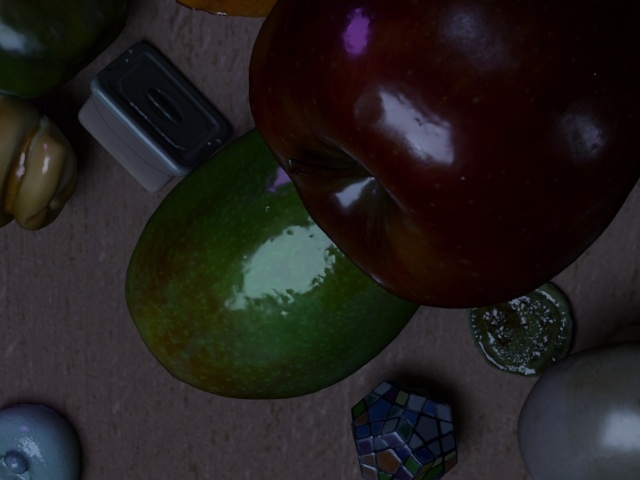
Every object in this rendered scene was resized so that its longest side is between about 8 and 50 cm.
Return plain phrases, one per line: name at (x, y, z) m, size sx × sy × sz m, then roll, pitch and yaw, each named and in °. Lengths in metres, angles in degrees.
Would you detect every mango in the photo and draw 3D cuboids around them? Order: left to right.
mango at (0.000, 0.000, 1.514) m, size 0.382 × 0.201 × 0.225 m, roll -33°, pitch 82°, yaw 21°

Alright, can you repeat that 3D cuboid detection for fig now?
fig at (-0.281, -0.212, 1.545) m, size 0.233 × 0.167 × 0.167 m, roll 20°, pitch 123°, yaw 23°

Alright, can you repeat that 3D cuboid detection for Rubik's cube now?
Rubik's cube at (0.078, 0.183, 1.634) m, size 0.111 × 0.111 × 0.093 m, roll 50°, pitch 151°, yaw -7°

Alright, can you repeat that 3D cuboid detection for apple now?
apple at (0.110, -0.104, 1.273) m, size 0.288 × 0.317 × 0.288 m, roll 32°, pitch 142°, yaw 29°

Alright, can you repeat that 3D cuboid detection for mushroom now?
mushroom at (0.282, 0.155, 1.491) m, size 0.226 × 0.178 × 0.226 m, roll 12°, pitch 152°, yaw 6°

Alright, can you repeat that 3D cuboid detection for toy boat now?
toy boat at (-0.334, 0.259, 1.874) m, size 0.134 × 0.079 × 0.207 m, roll 43°, pitch 127°, yaw 1°

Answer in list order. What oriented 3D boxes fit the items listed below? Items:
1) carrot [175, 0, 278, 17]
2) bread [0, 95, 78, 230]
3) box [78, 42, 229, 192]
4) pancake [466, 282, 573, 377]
carrot at (0.004, -0.318, 1.324) m, size 0.214 × 0.193 × 0.331 m, roll 11°, pitch 137°, yaw -14°
bread at (-0.368, -0.119, 1.636) m, size 0.311 × 0.121 × 0.173 m, roll 34°, pitch 166°, yaw 5°
box at (-0.155, -0.107, 1.591) m, size 0.122 × 0.089 × 0.062 m, roll 46°, pitch 135°, yaw -4°
pancake at (0.180, 0.079, 1.579) m, size 0.108 × 0.017 × 0.108 m, roll 12°, pitch 120°, yaw 23°
